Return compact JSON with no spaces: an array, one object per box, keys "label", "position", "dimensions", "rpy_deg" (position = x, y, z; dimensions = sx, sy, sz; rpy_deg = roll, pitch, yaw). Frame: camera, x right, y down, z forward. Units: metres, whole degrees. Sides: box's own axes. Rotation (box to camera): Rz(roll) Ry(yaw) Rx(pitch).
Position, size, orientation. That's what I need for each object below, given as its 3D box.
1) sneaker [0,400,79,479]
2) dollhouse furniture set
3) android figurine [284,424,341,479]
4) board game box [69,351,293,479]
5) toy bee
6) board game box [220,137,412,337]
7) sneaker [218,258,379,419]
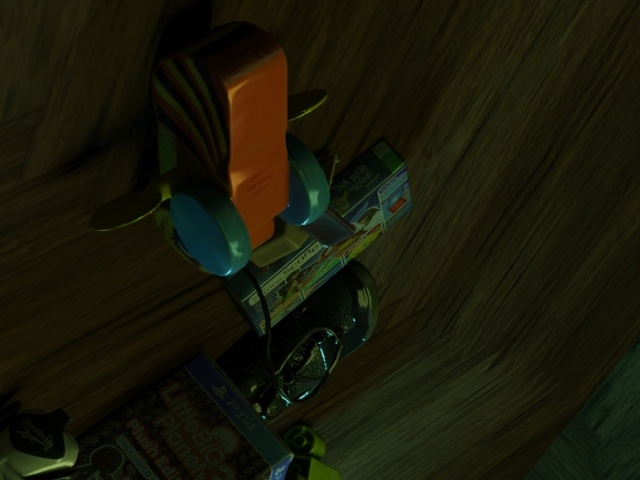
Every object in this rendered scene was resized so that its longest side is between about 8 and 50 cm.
[{"label":"sneaker","position":[-0.269,0.182,1.450],"dimensions":[0.153,0.094,0.235],"rpy_deg":[-41,164,-9]},{"label":"dollhouse furniture set","position":[-0.035,-0.040,1.576],"dimensions":[0.114,0.091,0.081],"rpy_deg":[-27,-143,36]},{"label":"android figurine","position":[-0.027,0.363,2.286],"dimensions":[0.273,0.056,0.248],"rpy_deg":[45,52,-73]},{"label":"board game box","position":[-0.193,0.285,1.788],"dimensions":[0.291,0.141,0.232],"rpy_deg":[-34,162,-25]},{"label":"toy bee","position":[-0.086,-0.032,1.290],"dimensions":[0.195,0.162,0.298],"rpy_deg":[-14,124,-42]},{"label":"board game box","position":[0.000,0.000,1.704],"dimensions":[0.201,0.035,0.136],"rpy_deg":[-40,163,-8]},{"label":"sneaker","position":[-0.025,0.110,1.830],"dimensions":[0.130,0.087,0.227],"rpy_deg":[-35,168,-44]}]
